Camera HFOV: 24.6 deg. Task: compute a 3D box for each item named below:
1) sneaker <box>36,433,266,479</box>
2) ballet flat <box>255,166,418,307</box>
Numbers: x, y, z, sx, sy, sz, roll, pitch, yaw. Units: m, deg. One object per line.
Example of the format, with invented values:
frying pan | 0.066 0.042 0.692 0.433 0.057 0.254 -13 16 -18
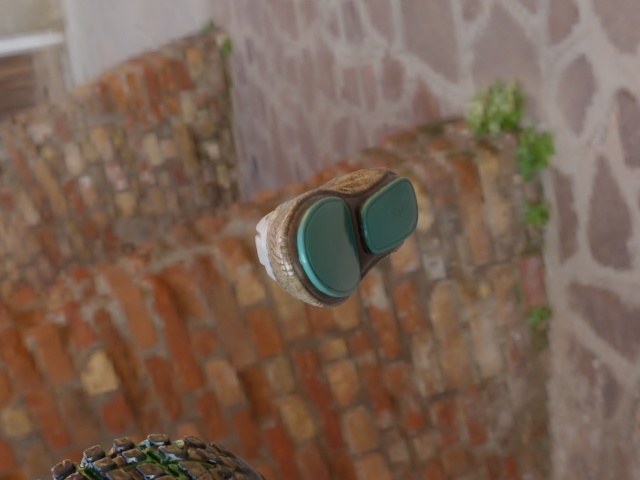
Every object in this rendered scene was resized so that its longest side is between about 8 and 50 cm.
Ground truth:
sneaker | -0.173 0.261 0.984 0.146 0.343 0.134 50 -175 -36
ballet flat | 0.000 0.000 0.903 0.206 0.067 0.073 -21 -78 -66
